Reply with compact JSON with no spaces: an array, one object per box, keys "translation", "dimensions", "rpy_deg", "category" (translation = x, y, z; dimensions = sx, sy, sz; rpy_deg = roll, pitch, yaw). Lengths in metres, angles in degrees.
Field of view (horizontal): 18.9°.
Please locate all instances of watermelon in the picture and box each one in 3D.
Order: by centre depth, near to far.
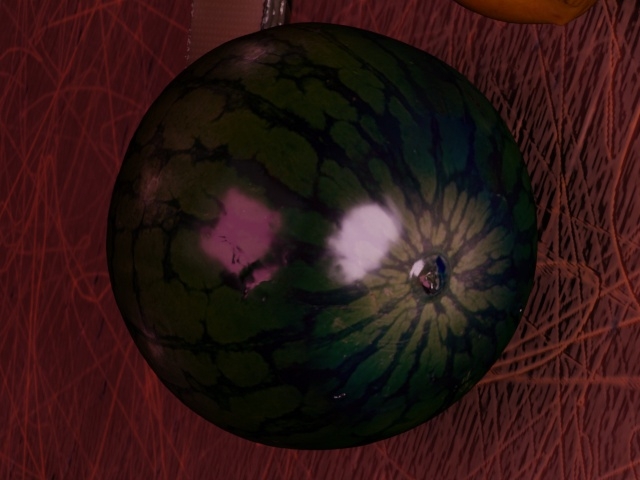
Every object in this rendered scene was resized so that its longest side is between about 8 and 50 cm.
[{"translation":[0.000,0.000,1.501],"dimensions":[0.363,0.363,0.363],"rpy_deg":[-1,89,51],"category":"watermelon"}]

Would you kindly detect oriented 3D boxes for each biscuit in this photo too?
[{"translation":[-0.084,-0.160,1.829],"dimensions":[0.121,0.041,0.199],"rpy_deg":[16,100,52],"category":"biscuit"}]

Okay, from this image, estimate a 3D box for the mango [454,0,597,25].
[{"translation":[0.150,-0.262,1.407],"dimensions":[0.153,0.287,0.201],"rpy_deg":[-17,113,21],"category":"mango"}]
